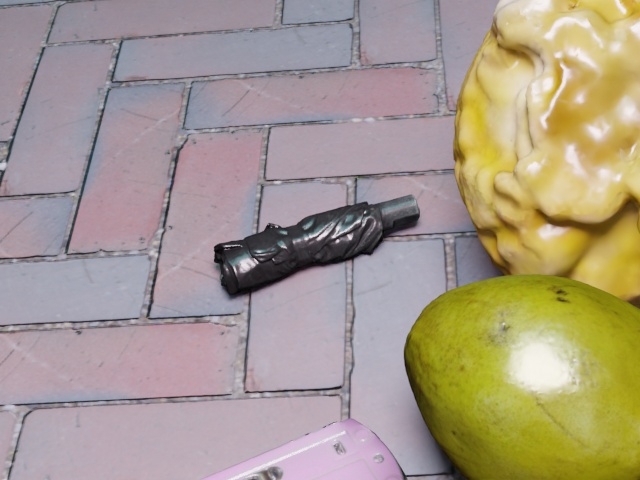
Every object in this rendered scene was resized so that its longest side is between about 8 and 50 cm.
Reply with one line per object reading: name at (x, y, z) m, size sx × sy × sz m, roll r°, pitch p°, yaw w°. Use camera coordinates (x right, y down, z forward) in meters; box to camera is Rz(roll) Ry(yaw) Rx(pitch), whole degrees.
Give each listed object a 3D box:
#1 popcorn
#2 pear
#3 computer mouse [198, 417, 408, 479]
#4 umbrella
popcorn at (0.298, -0.114, 1.274) m, size 0.354 × 0.344 × 0.390 m, roll -32°, pitch 2°, yaw 32°
pear at (0.196, 0.132, 1.129) m, size 0.269 × 0.212 × 0.212 m, roll 29°, pitch 54°, yaw 26°
computer mouse at (-0.070, 0.262, 1.129) m, size 0.310 × 0.072 × 0.158 m, roll -21°, pitch 42°, yaw -14°
umbrella at (0.000, 0.000, 1.418) m, size 0.236 × 0.059 × 0.066 m, roll -16°, pitch 64°, yaw -11°
